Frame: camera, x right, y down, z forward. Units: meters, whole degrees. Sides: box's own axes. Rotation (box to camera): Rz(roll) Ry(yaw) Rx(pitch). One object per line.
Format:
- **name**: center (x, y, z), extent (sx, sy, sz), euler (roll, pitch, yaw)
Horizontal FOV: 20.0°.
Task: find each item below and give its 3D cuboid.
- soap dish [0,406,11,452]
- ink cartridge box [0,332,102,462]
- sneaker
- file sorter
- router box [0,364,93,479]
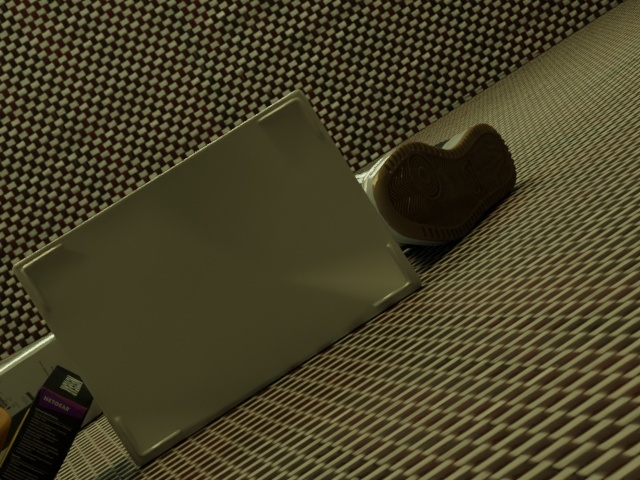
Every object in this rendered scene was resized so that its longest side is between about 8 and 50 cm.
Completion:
- **soap dish**: center (-0.417, 0.201, 1.448), extent (0.291, 0.229, 0.118), euler (-49, -25, -21)
- **ink cartridge box**: center (-0.399, 0.227, 2.085), extent (0.197, 0.114, 0.273), euler (-27, 5, 44)
- **sneaker**: center (0.071, -0.031, 1.725), extent (0.153, 0.099, 0.282), euler (-24, 0, 29)
- **file sorter**: center (-0.092, 0.033, 1.558), extent (0.278, 0.193, 0.173), euler (-32, 1, -7)
- **router box**: center (-0.235, 0.178, 1.494), extent (0.133, 0.046, 0.179), euler (-63, 5, -1)
